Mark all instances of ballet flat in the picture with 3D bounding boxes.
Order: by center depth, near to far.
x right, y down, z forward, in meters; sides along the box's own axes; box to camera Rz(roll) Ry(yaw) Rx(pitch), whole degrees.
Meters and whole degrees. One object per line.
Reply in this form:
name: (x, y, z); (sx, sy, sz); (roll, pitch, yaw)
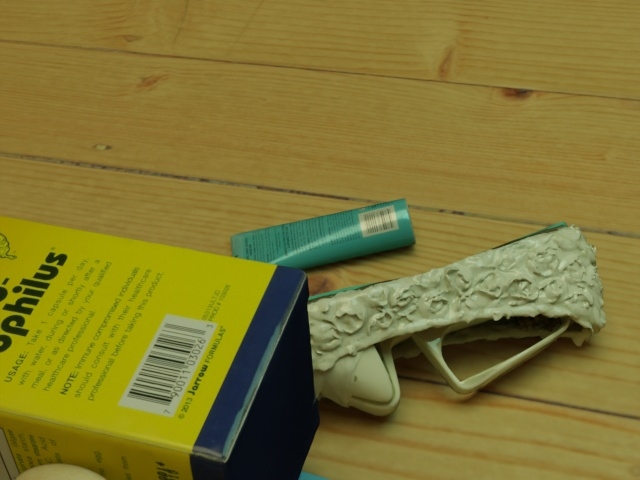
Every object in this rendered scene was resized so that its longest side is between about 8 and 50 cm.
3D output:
ballet flat: (0.091, 0.092, 1.068); (0.409, 0.147, 0.147); (-16, 43, -7)

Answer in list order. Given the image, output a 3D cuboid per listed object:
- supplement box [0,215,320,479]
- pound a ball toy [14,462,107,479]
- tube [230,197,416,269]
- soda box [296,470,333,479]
supplement box: (-0.200, 0.125, 0.912); (0.357, 0.194, 0.195); (10, 45, 14)
pound a ball toy: (-0.262, 0.315, 0.746); (0.136, 0.208, 0.319); (5, 32, 41)
tube: (0.000, 0.000, 1.236); (0.207, 0.052, 0.080); (-12, 38, 4)
soda box: (-0.044, 0.292, 0.912); (0.071, 0.067, 0.210); (13, 46, 21)
